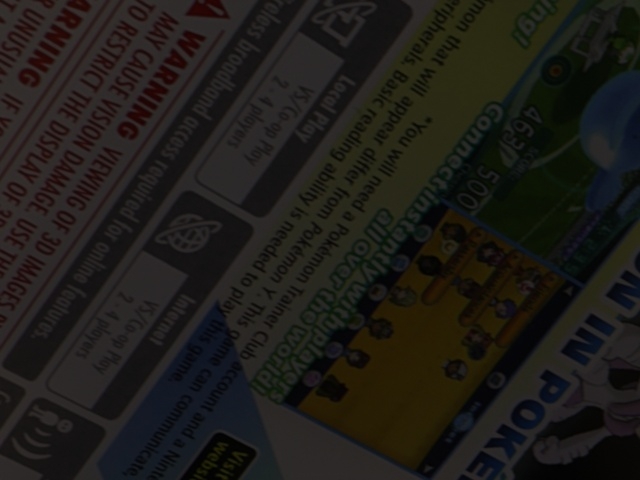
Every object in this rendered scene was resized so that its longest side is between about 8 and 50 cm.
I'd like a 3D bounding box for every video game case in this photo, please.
[{"bbox_3d":[0.000,0.000,0.376,0.300,0.329,0.036,30,-165,-24],"label":"video game case"}]
